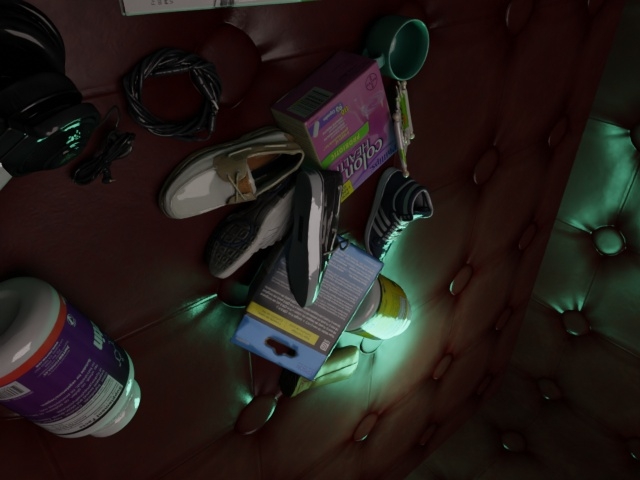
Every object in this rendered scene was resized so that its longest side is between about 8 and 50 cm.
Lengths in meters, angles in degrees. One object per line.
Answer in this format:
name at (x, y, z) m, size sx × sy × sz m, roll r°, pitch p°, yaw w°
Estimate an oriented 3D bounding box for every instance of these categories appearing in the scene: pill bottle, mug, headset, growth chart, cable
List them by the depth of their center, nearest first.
headset at (-0.392, -0.173, 0.651) m, size 0.185 × 0.243 × 0.394 m, roll -36°, pitch 162°, yaw 13°
cable at (-0.245, -0.249, 0.869) m, size 0.184 × 0.047 × 0.151 m, roll 9°, pitch 109°, yaw -48°
pill bottle at (-0.449, 0.218, 0.873) m, size 0.181 × 0.181 × 0.323 m, roll -42°, pitch 140°, yaw -17°
mug at (0.152, -0.431, 1.120) m, size 0.157 × 0.097 × 0.130 m, roll -1°, pitch 117°, yaw -45°
growth chart at (0.197, -0.278, 1.211) m, size 0.237 × 0.021 × 0.172 m, roll -69°, pitch 148°, yaw -53°
pill bottle at (0.139, 0.183, 1.453) m, size 0.188 × 0.188 × 0.334 m, roll -58°, pitch 146°, yaw 1°

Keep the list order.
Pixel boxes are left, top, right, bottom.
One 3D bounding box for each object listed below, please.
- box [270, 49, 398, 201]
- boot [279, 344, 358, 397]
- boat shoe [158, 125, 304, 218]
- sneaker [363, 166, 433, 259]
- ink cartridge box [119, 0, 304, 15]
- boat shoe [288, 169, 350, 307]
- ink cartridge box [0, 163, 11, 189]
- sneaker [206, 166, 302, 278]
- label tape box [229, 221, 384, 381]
box at (0.041, -0.244, 1.117) m, size 0.213 × 0.117 × 0.243 m, roll -43°, pitch 140°, yaw -16°
boot at (0.018, 0.352, 1.539) m, size 0.269 × 0.089 × 0.236 m, roll -2°, pitch 128°, yaw -45°
boat shoe at (-0.167, -0.129, 0.989) m, size 0.302 × 0.103 × 0.113 m, roll -36°, pitch 137°, yaw -23°
sneaker at (0.214, -0.046, 1.406) m, size 0.099 × 0.153 × 0.282 m, roll -16°, pitch 127°, yaw -39°
ink cartridge box at (-0.129, -0.394, 0.685) m, size 0.289 × 0.211 × 0.122 m, roll -11°, pitch 126°, yaw -12°
boat shoe at (-0.002, -0.002, 1.089) m, size 0.104 × 0.113 × 0.307 m, roll -6°, pitch 108°, yaw -26°
ink cartridge box at (-0.559, -0.057, 0.620) m, size 0.273 × 0.114 × 0.197 m, roll -50°, pitch 141°, yaw -6°
sneaker at (-0.124, -0.028, 1.107) m, size 0.297 × 0.111 × 0.129 m, roll -48°, pitch 146°, yaw -9°
label tape box at (-0.039, 0.131, 1.221) m, size 0.240 × 0.106 × 0.334 m, roll 31°, pitch 92°, yaw -19°
